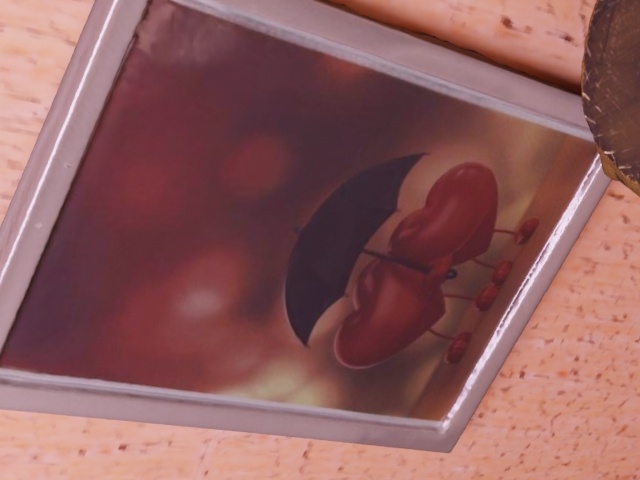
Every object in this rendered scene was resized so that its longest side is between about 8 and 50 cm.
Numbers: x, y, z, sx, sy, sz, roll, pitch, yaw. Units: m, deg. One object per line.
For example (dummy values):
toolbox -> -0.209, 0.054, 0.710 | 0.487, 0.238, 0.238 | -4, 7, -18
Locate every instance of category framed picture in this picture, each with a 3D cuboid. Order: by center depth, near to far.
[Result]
framed picture -> 0.000, 0.000, 0.562 | 0.290, 0.020, 0.211 | 13, 113, -36

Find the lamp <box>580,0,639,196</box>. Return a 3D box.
lamp -> 0.218, -0.079, 0.548 | 0.185, 0.161, 0.161 | -4, 123, -29
